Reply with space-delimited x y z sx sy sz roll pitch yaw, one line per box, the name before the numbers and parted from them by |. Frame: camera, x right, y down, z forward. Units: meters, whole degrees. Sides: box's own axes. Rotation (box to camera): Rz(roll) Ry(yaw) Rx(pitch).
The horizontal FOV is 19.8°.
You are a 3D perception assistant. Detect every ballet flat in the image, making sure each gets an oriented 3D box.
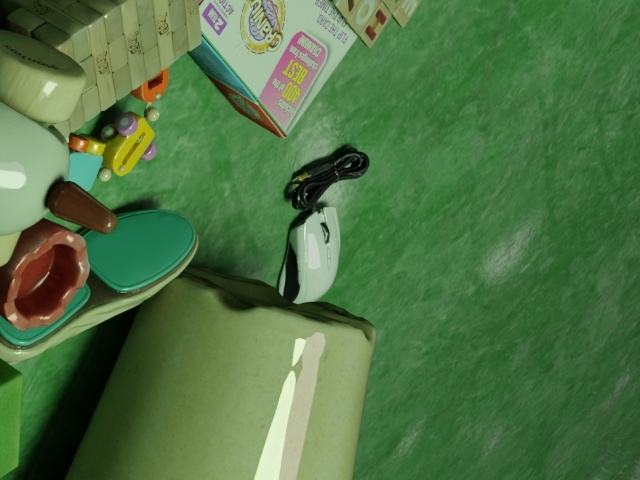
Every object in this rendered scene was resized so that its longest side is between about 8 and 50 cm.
ballet flat | -0.215 0.045 1.633 0.248 0.086 0.086 -29 139 -40

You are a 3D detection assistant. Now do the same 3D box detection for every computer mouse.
computer mouse | 0.000 0.000 1.946 0.106 0.042 0.193 -30 140 -43

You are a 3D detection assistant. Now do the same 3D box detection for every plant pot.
plant pot | -0.092 0.195 1.750 0.334 0.334 0.305 11 96 -60

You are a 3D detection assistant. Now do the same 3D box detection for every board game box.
board game box | -0.005 -0.279 1.649 0.316 0.064 0.242 -54 151 -8

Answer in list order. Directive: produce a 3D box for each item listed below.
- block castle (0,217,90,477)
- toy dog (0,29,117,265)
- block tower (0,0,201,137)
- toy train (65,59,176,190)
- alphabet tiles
block castle | -0.336 0.199 1.433 0.303 0.213 0.453 -28 139 -43
toy dog | -0.258 -0.041 1.189 0.333 0.161 0.220 -27 137 -45
block tower | -0.228 -0.133 1.415 0.335 0.091 0.097 -39 147 -30
toy train | -0.187 -0.105 1.555 0.166 0.046 0.125 -41 145 -35
alphabet tiles | 0.093 -0.296 1.697 0.237 0.009 0.198 -57 159 -2
